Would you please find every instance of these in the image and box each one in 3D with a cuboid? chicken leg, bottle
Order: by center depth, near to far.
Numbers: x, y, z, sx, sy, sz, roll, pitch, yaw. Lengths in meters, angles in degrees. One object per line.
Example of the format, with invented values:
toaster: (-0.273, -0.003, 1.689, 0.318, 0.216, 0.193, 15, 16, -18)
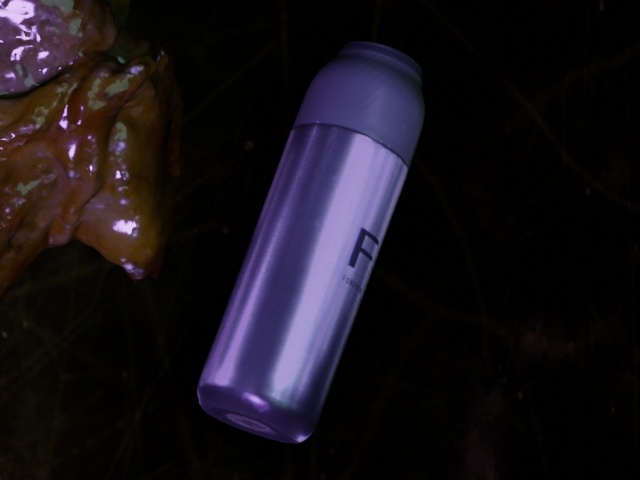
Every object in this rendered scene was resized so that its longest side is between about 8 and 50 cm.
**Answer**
chicken leg: (-0.173, -0.004, 0.765, 0.211, 0.140, 0.361, 8, 94, -20)
bottle: (0.000, 0.000, 0.953, 0.096, 0.079, 0.254, 70, 38, -69)
